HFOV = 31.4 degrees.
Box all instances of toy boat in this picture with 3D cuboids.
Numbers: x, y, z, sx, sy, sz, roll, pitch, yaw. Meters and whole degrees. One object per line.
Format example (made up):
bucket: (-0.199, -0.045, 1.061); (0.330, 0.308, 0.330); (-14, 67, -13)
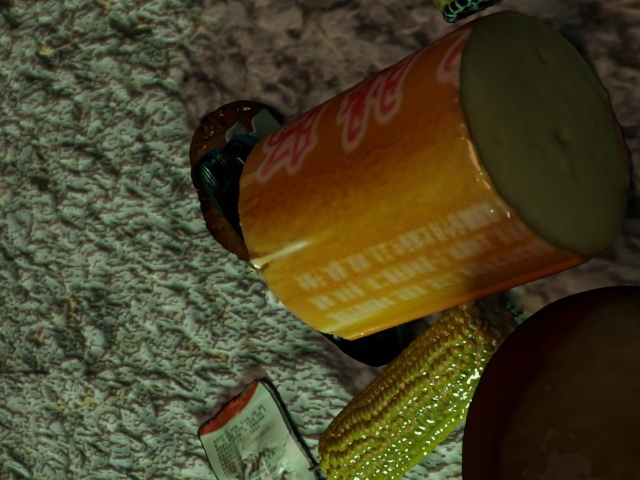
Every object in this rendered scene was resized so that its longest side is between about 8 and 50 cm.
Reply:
toy boat: (0.000, 0.000, 1.217); (0.299, 0.092, 0.134); (51, 149, -15)

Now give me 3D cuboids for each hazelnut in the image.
hazelnut: (0.262, 0.219, 0.918); (0.366, 0.366, 0.365); (12, 109, 38)

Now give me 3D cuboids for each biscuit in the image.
biscuit: (-0.085, -0.067, 1.321); (0.192, 0.049, 0.192); (13, 110, 40)

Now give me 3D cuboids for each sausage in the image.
sausage: (0.101, -0.054, 1.045); (0.287, 0.233, 0.233); (-21, 87, 41)

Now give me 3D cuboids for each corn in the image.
corn: (0.099, 0.172, 1.195); (0.101, 0.101, 0.310); (53, 125, 17)

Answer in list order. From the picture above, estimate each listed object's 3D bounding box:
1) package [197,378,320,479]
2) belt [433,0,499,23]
package: (-0.063, 0.302, 1.412); (0.166, 0.040, 0.232); (-42, 65, 36)
belt: (0.178, -0.277, 0.907); (0.150, 0.258, 0.207); (63, 154, -3)
